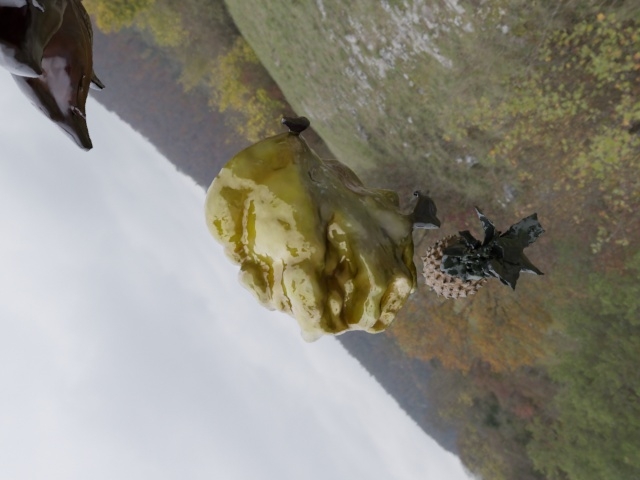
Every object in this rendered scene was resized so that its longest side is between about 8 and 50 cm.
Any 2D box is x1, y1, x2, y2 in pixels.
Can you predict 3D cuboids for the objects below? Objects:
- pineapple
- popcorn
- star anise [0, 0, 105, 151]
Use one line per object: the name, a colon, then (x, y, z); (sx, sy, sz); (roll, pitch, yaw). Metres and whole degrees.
pineapple: (0.234, 0.024, 0.783); (0.130, 0.119, 0.277); (52, 171, 5)
popcorn: (0.000, 0.000, 0.747); (0.316, 0.281, 0.297); (43, -147, 13)
star anise: (-0.229, -0.195, 0.359); (0.272, 0.102, 0.272); (170, 90, -79)
